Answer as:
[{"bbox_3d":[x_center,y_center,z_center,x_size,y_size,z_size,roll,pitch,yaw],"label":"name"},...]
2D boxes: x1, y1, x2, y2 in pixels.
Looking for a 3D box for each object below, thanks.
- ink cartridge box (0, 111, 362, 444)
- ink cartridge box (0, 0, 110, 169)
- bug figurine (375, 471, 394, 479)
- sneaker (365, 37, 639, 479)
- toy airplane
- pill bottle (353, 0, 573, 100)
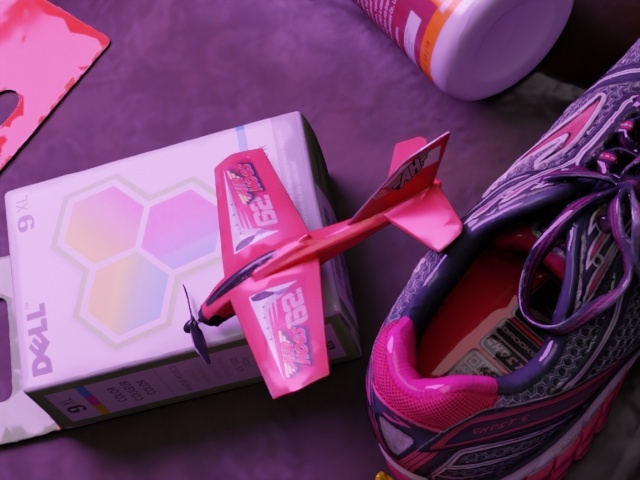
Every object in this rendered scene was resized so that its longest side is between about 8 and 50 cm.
[{"bbox_3d":[-0.093,0.022,0.745,0.209,0.062,0.109,-14,63,7],"label":"ink cartridge box"},{"bbox_3d":[-0.264,-0.109,0.857,0.232,0.066,0.189,30,75,29],"label":"ink cartridge box"},{"bbox_3d":[0.053,0.224,0.607,0.216,0.072,0.279,28,79,30],"label":"bug figurine"},{"bbox_3d":[0.136,-0.010,0.678,0.121,0.112,0.299,33,75,25],"label":"sneaker"},{"bbox_3d":[0.000,0.000,0.671,0.151,0.028,0.151,-22,47,26],"label":"toy airplane"},{"bbox_3d":[0.050,-0.147,0.780,0.086,0.086,0.152,-38,62,-6],"label":"pill bottle"}]
